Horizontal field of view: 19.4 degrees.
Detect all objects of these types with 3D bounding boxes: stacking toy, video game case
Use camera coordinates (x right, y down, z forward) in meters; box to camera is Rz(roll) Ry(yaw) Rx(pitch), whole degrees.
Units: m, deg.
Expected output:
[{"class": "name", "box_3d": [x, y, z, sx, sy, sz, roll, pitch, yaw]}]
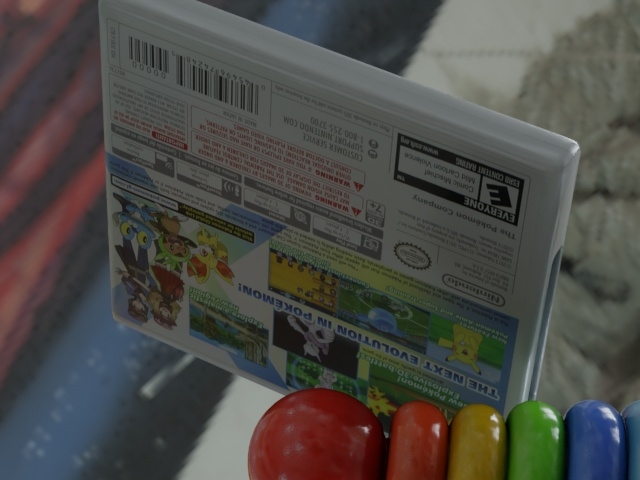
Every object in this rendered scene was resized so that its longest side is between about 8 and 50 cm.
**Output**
[{"class": "stacking toy", "box_3d": [0.119, 0.151, 1.143, 0.330, 0.141, 0.141, 7, -142, -1]}, {"class": "video game case", "box_3d": [0.000, 0.000, 1.248, 0.329, 0.300, 0.036, 22, -134, 19]}]
